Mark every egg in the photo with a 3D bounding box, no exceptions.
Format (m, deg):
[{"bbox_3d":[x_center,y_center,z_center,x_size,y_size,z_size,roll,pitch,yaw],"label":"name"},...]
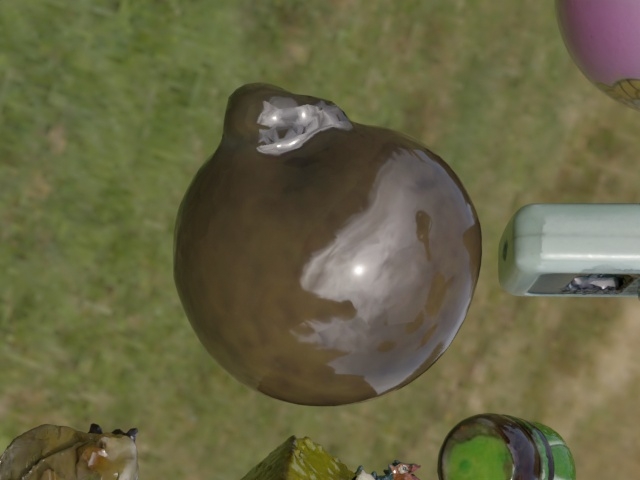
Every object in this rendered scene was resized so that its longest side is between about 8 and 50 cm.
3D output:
[{"bbox_3d":[0.271,-0.189,1.409,0.271,0.196,0.196,40,69,-79],"label":"egg"}]

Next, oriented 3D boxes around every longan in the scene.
[{"bbox_3d":[0.000,0.000,1.101,0.204,0.185,0.159,65,21,-20],"label":"longan"}]

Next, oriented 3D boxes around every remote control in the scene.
[{"bbox_3d":[0.266,0.010,1.215,0.140,0.296,0.056,93,-2,-82],"label":"remote control"}]

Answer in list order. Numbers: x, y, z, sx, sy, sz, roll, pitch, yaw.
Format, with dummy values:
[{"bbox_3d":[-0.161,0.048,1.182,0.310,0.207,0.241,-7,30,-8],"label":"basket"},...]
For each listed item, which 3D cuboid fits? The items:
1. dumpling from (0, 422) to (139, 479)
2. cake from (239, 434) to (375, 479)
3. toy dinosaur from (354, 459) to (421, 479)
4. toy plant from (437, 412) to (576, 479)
[{"bbox_3d":[-0.179,0.238,0.853,0.086,0.166,0.332,46,47,-62],"label":"dumpling"},{"bbox_3d":[-0.006,0.252,1.211,0.156,0.179,0.260,-44,-170,17],"label":"cake"},{"bbox_3d":[0.029,0.251,1.844,0.049,0.154,0.055,110,-39,-72],"label":"toy dinosaur"},{"bbox_3d":[0.162,0.196,1.600,0.162,0.092,0.093,20,89,-62],"label":"toy plant"}]
